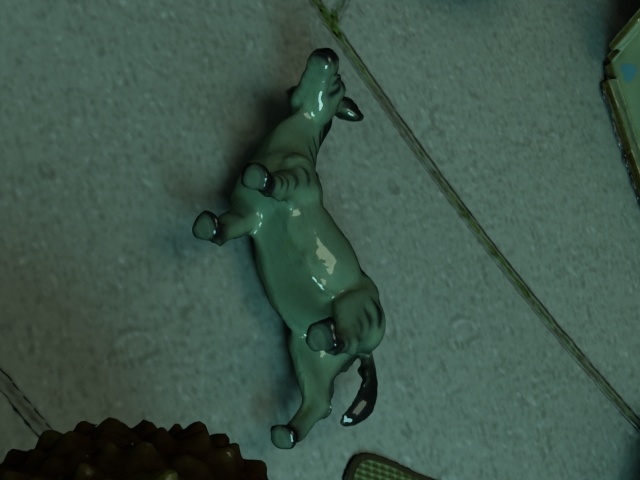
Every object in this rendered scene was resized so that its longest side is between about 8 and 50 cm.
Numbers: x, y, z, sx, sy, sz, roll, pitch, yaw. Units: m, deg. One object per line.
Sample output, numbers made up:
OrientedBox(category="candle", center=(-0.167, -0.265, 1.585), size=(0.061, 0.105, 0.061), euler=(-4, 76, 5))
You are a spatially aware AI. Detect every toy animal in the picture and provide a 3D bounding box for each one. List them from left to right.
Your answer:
OrientedBox(category="toy animal", center=(-0.005, 0.001, 1.058), size=(0.176, 0.073, 0.217), euler=(-22, 94, -64))

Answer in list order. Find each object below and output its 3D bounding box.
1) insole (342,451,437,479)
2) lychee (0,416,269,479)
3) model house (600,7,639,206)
OrientedBox(category="insole", center=(0.103, 0.188, 1.140), size=(0.253, 0.005, 0.086), euler=(20, 59, -41))
OrientedBox(category="lychee", center=(-0.085, 0.206, 0.750), size=(0.267, 0.267, 0.267), euler=(22, 58, -40))
OrientedBox(category="model house", center=(0.350, -0.100, 1.395), size=(0.169, 0.244, 0.326), euler=(-17, 120, -48))
